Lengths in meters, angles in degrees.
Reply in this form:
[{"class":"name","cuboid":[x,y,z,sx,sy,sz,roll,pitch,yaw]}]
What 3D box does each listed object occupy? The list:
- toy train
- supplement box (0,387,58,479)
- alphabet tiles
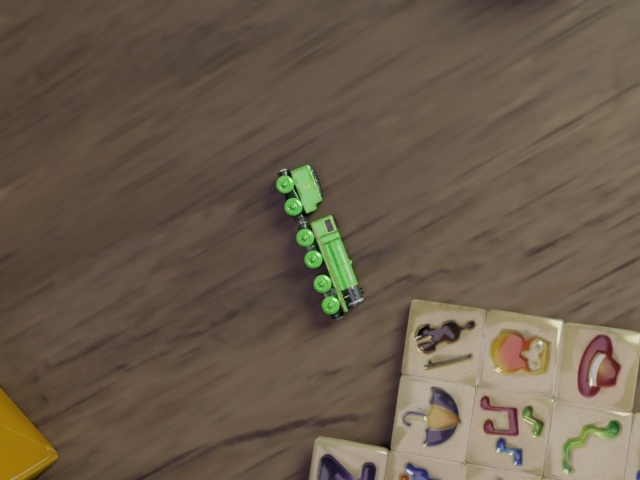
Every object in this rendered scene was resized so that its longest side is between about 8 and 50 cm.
[{"class":"toy train","cuboid":[0.000,0.000,0.736,0.023,0.017,0.083,-21,90,1]},{"class":"supplement box","cuboid":[-0.285,0.119,0.741,0.194,0.129,0.191,-43,86,11]},{"class":"alphabet tiles","cuboid":[0.087,0.155,0.721,0.198,0.009,0.237,8,90,11]}]
